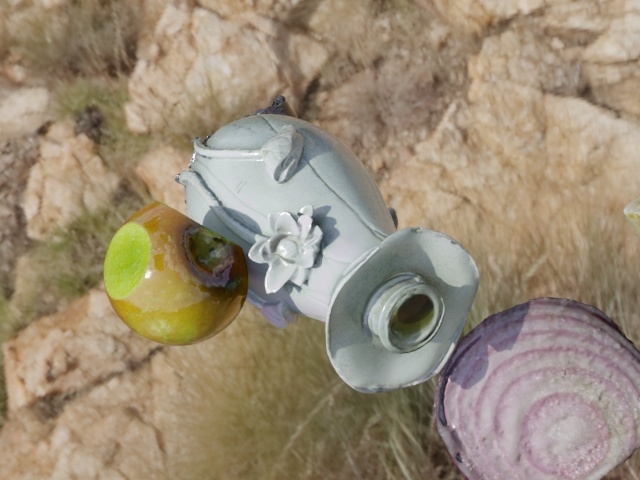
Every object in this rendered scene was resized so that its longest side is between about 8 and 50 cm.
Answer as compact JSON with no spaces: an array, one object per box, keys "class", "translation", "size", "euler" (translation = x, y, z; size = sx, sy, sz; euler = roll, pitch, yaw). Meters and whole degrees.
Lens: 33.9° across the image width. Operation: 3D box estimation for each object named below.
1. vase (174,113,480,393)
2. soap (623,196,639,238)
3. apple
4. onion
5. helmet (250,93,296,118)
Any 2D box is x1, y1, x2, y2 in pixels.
[{"class":"vase","translation":[0.000,0.000,1.250],"size":[0.250,0.250,0.445],"euler":[-39,35,-8]},{"class":"soap","translation":[0.517,0.055,1.129],"size":[0.156,0.293,0.335],"euler":[-39,97,0]},{"class":"apple","translation":[-0.156,0.037,1.186],"size":[0.147,0.146,0.163],"euler":[-16,64,49]},{"class":"onion","translation":[0.252,0.178,1.232],"size":[0.250,0.247,0.111],"euler":[-42,10,11]},{"class":"helmet","translation":[-0.082,-0.157,1.561],"size":[0.123,0.070,0.098],"euler":[-35,12,31]}]
